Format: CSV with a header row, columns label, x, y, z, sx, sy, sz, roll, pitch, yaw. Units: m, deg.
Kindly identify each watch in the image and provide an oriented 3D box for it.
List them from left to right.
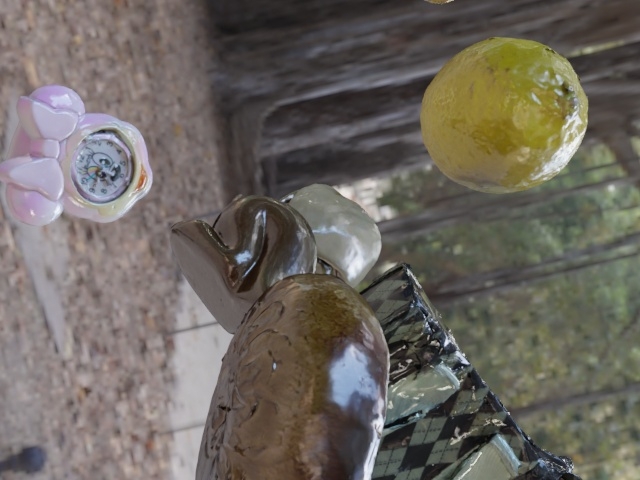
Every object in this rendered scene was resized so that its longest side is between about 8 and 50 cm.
label,x,y,z,sx,sy,sz,roll,pitch,yaw
watch,-0.405,-0.121,1.933,0.217,0.248,0.211,13,-95,53

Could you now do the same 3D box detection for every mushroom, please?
label,x,y,z,sx,sy,sz,roll,pitch,yaw
mushroom,-0.028,0.177,1.167,0.278,0.163,0.297,98,6,-80

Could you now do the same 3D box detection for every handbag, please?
label,x,y,z,sx,sy,sz,roll,pitch,yaw
handbag,0.109,0.256,1.568,0.416,0.316,0.180,53,13,-21

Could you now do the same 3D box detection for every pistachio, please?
label,x,y,z,sx,sy,sz,roll,pitch,yaw
pistachio,0.000,0.000,1.725,0.238,0.137,0.153,-10,78,-63

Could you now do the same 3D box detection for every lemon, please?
label,x,y,z,sx,sy,sz,roll,pitch,yaw
lemon,0.295,-0.201,2.008,0.310,0.253,0.254,-8,-84,60

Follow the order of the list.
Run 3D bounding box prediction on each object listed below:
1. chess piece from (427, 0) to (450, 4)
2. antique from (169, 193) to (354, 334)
label,x,y,z,sx,sy,sz,roll,pitch,yaw
chess piece,0.122,-0.305,1.349,0.122,0.066,0.066,-94,171,-61
antique,-0.043,0.051,1.387,0.257,0.143,0.121,45,-32,36
